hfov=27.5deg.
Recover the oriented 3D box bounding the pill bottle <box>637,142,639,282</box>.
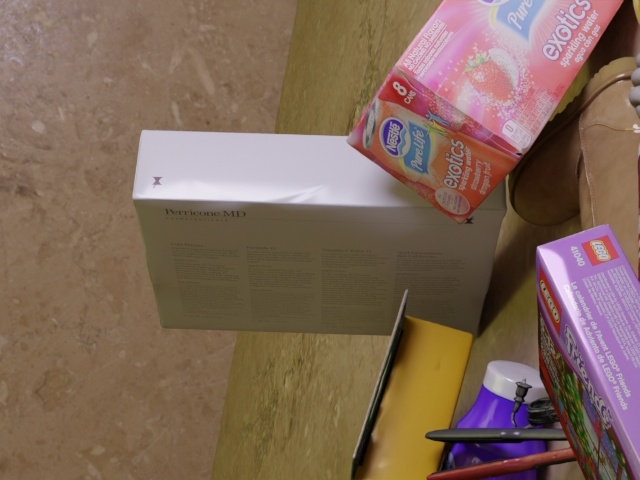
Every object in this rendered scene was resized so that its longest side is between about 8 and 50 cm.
[{"bbox_3d":[0.291,-0.025,0.943,0.121,0.121,0.221,131,147,-65],"label":"pill bottle"}]

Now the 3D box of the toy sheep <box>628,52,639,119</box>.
[{"bbox_3d":[0.298,-0.131,1.075,0.132,0.091,0.091,-61,13,-2],"label":"toy sheep"}]

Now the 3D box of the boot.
[{"bbox_3d":[0.249,0.001,1.171,0.236,0.089,0.269,117,158,-50],"label":"boot"}]

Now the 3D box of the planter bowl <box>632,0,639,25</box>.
[{"bbox_3d":[0.324,-0.149,0.869,0.090,0.217,0.217,61,-159,-47],"label":"planter bowl"}]

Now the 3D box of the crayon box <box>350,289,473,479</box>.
[{"bbox_3d":[0.090,0.226,1.401,0.323,0.083,0.203,92,-165,-56],"label":"crayon box"}]

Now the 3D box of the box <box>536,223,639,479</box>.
[{"bbox_3d":[0.225,0.161,0.881,0.201,0.057,0.293,75,176,-56],"label":"box"}]

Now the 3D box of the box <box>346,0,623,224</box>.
[{"bbox_3d":[0.173,-0.186,1.253,0.300,0.142,0.154,-55,1,-29],"label":"box"}]

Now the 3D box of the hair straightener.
[{"bbox_3d":[0.190,0.166,1.195,0.230,0.047,0.089,-20,66,42],"label":"hair straightener"}]

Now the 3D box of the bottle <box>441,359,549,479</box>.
[{"bbox_3d":[0.163,0.262,1.311,0.118,0.092,0.282,-108,30,-74],"label":"bottle"}]

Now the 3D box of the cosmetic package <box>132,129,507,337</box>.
[{"bbox_3d":[0.000,0.000,1.436,0.284,0.377,0.097,91,-179,-61],"label":"cosmetic package"}]
